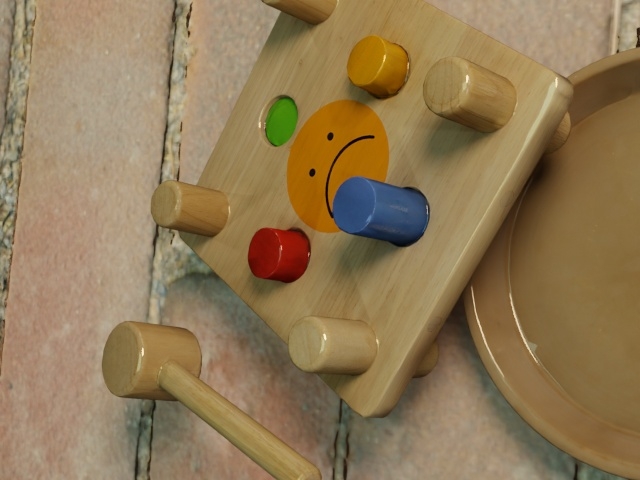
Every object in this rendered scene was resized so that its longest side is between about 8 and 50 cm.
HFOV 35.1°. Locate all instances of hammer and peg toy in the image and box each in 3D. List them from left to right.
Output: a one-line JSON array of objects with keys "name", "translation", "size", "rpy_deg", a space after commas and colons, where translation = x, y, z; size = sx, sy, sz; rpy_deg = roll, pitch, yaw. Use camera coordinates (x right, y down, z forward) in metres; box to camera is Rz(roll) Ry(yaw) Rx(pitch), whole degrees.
[{"name": "hammer and peg toy", "translation": [0.000, 0.000, 0.720], "size": [0.266, 0.127, 0.361], "rpy_deg": [39, 109, 39]}]

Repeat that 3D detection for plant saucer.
[{"name": "plant saucer", "translation": [0.220, 0.013, 0.648], "size": [0.277, 0.041, 0.278], "rpy_deg": [-6, 80, 35]}]
